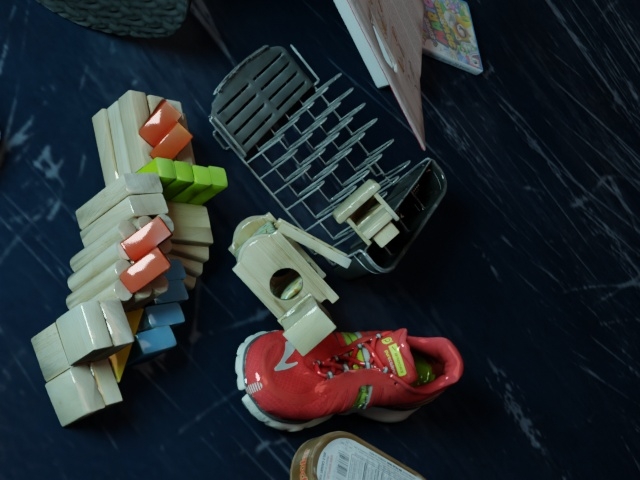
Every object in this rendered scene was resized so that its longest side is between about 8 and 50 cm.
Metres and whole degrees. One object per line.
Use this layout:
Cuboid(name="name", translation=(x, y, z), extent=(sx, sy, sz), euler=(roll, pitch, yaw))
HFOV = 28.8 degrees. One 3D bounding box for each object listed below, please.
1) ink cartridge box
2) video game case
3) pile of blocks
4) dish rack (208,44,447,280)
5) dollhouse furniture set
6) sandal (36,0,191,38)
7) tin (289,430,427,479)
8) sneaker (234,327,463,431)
Cuboid(name="ink cartridge box", translation=(0.048, -0.285, 1.456), extent=(0.296, 0.066, 0.261), euler=(57, 29, -46))
Cuboid(name="video game case", translation=(0.153, -0.300, 1.711), extent=(0.166, 0.015, 0.119), euler=(13, 58, -40))
Cuboid(name="pile of blocks", translation=(-0.149, 0.004, 1.145), extent=(0.149, 0.113, 0.362), euler=(31, 48, -29))
Cuboid(name="dish rack", translation=(0.006, -0.100, 1.395), extent=(0.271, 0.074, 0.208), euler=(50, 40, -10))
Cuboid(name="dollhouse furniture set", translation=(0.000, 0.000, 1.201), extent=(0.101, 0.161, 0.182), euler=(48, 2, -12))
Cuboid(name="sandal", translation=(-0.295, -0.350, 1.169), extent=(0.446, 0.167, 0.107), euler=(32, 51, -27))
Cuboid(name="tin", translation=(0.051, 0.263, 1.249), extent=(0.190, 0.040, 0.106), euler=(34, 50, -27))
Cuboid(name="sneaker", translation=(0.035, 0.123, 1.253), extent=(0.279, 0.118, 0.107), euler=(3, 64, -45))
